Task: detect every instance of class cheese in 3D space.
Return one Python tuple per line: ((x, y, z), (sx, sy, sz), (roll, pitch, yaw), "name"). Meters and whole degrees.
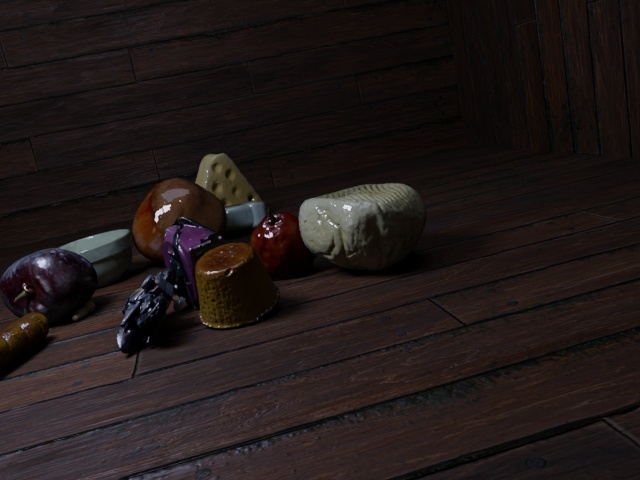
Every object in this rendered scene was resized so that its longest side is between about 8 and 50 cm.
((-0.453, -0.222, 2.788), (0.384, 0.383, 0.104), (-22, 20, -40), "cheese")

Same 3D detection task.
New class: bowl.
((-0.822, 0.077, 2.227), (0.307, 0.163, 0.307), (-11, 14, 3), "bowl")

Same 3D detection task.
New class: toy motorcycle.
((-0.438, 0.173, 1.554), (0.173, 0.108, 0.307), (-48, 17, 5), "toy motorcycle")

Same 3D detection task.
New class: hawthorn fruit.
((-0.123, 0.006, 1.822), (0.190, 0.251, 0.189), (-18, 37, 14), "hawthorn fruit")

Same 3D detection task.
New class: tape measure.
((-0.348, -0.098, 2.667), (0.246, 0.125, 0.243), (-14, 7, -22), "tape measure")
((-0.348, 0.061, 1.700), (0.149, 0.245, 0.232), (-24, 29, -31), "tape measure")

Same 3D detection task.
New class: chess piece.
((-0.711, 0.215, 1.832), (0.035, 0.035, 0.092), (-8, 17, 13), "chess piece")

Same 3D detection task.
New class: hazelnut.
((-0.536, -0.063, 2.329), (0.373, 0.315, 0.372), (-13, -20, -5), "hazelnut")

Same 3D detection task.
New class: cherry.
((-0.815, 0.136, 1.845), (0.255, 0.218, 0.296), (-31, -7, 17), "cherry")

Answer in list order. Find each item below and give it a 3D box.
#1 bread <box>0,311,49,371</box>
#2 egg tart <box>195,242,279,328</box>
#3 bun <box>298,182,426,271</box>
((-0.794, 0.275, 1.531), (0.124, 0.084, 0.344), (-32, 10, 11), "bread")
((-0.218, 0.114, 1.534), (0.215, 0.170, 0.215), (-12, 28, 7), "egg tart")
((0.119, -0.033, 1.739), (0.353, 0.227, 0.349), (-8, 13, -4), "bun")
